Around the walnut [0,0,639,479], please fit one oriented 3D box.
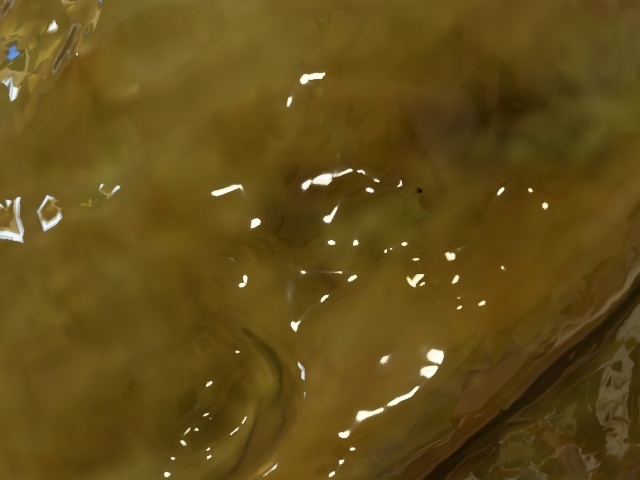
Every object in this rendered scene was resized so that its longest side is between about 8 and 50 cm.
[{"bbox_3d":[0.000,0.000,0.500,0.283,0.283,0.227,-36,103,18],"label":"walnut"}]
